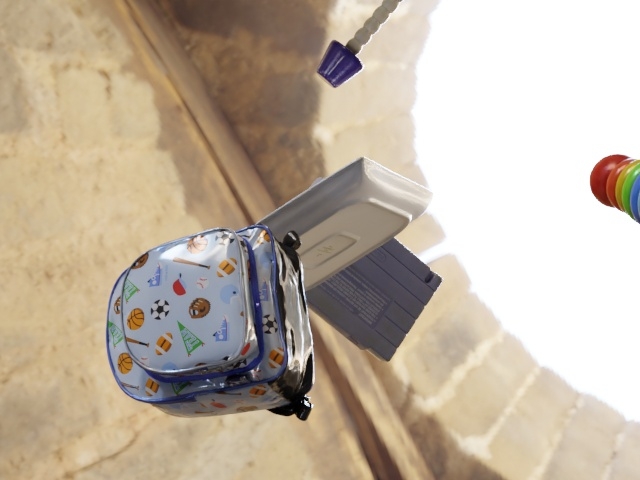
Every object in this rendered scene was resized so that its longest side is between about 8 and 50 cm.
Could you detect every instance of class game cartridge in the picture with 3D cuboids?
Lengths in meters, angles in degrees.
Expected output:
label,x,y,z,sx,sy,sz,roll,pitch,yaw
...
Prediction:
label,x,y,z,sx,sy,sz,roll,pitch,yaw
game cartridge,0.063,0.066,2.384,0.355,0.230,0.068,40,170,-18

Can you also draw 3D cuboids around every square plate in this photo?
label,x,y,z,sx,sy,sz,roll,pitch,yaw
square plate,0.000,0.000,1.882,0.049,0.344,0.347,62,-162,19

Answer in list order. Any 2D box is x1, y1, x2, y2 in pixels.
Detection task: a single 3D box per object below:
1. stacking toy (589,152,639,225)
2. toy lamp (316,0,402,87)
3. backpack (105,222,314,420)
label,x,y,z,sx,sy,sz,roll,pitch,yaw
stacking toy,0.505,-0.070,1.732,0.141,0.141,0.330,56,177,-14
toy lamp,0.099,-0.391,2.071,0.080,0.275,0.080,43,-179,-1
backpack,-0.159,0.117,1.547,0.213,0.263,0.277,40,-143,-52
